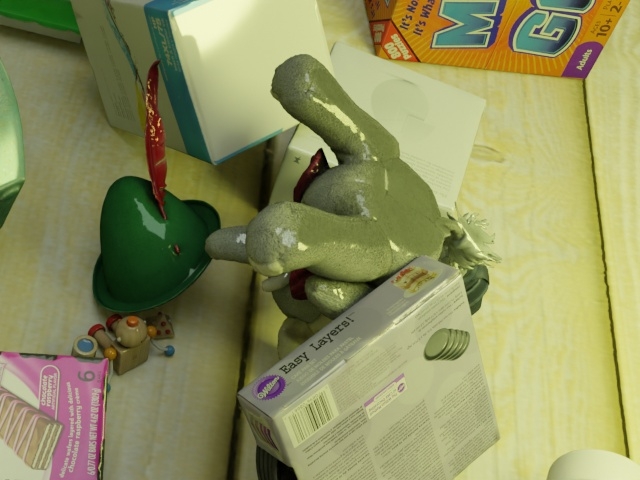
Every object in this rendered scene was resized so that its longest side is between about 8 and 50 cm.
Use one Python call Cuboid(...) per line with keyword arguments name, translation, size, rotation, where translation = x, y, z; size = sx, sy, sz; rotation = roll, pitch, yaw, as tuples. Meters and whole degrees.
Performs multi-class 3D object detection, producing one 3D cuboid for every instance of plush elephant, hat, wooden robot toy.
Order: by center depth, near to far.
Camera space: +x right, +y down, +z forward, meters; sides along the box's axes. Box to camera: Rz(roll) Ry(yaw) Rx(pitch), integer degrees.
Cuboid(name="plush elephant", translation=(0.000, 0.000, 1.359), size=(0.330, 0.255, 0.272), rotation=(24, 51, -34))
Cuboid(name="wooden robot toy", translation=(-0.228, 0.109, 1.368), size=(0.173, 0.079, 0.076), rotation=(-30, 65, -35))
Cuboid(name="hat", translation=(-0.226, -0.051, 1.392), size=(0.173, 0.183, 0.208), rotation=(-18, 39, 15))

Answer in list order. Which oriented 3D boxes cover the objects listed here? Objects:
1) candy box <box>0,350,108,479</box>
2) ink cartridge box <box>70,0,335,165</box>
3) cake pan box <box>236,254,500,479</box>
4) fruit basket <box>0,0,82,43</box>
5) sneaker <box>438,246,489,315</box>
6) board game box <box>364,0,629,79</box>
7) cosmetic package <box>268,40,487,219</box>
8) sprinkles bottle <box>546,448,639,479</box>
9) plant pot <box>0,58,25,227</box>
Cuboid(name="candy box", translation=(-0.338, 0.195, 1.240), size=(0.233, 0.071, 0.159), rotation=(4, 68, -14))
Cuboid(name="ink cartridge box", translation=(-0.149, -0.242, 1.522), size=(0.198, 0.197, 0.270), rotation=(-30, 30, -27))
Cuboid(name="cake pan box", translation=(0.057, 0.184, 1.244), size=(0.267, 0.246, 0.070), rotation=(-37, 37, -23))
Cuboid(name="fruit basket", translation=(-0.369, -0.427, 1.748), size=(0.327, 0.165, 0.353), rotation=(12, 33, -9))
Cuboid(name="sneaker", translation=(0.099, 0.054, 1.521), size=(0.226, 0.163, 0.086), rotation=(-9, 68, 25))
Cuboid(name="board game box", translation=(0.274, -0.509, 1.858), size=(0.356, 0.356, 0.356), rotation=(3, 50, -16))
Cuboid(name="cosmetic package", translation=(0.076, -0.111, 1.609), size=(0.224, 0.138, 0.225), rotation=(22, 47, 1))
Cuboid(name="sprinkles bottle", translation=(0.266, 0.387, 1.260), size=(0.121, 0.121, 0.355), rotation=(23, 46, 2))
Cuboid(name="plant pot", translation=(-0.473, -0.107, 1.370), size=(0.247, 0.248, 0.252), rotation=(-31, 82, -36))
